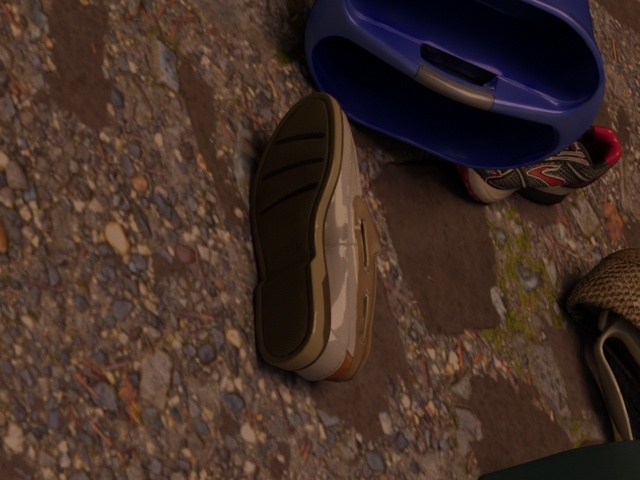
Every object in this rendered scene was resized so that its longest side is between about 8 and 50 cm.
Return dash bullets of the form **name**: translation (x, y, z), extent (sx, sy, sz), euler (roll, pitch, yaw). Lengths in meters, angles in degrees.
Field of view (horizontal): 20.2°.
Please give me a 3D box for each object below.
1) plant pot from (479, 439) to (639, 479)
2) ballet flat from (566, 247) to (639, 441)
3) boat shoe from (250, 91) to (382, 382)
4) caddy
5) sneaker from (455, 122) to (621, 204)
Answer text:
- **plant pot**: translation (0.324, 0.302, 1.916), extent (0.165, 0.234, 0.165), euler (15, 57, -47)
- **ballet flat**: translation (0.463, 0.237, 2.214), extent (0.182, 0.164, 0.482), euler (-31, 81, -25)
- **boat shoe**: translation (0.000, 0.000, 1.818), extent (0.103, 0.113, 0.302), euler (28, 58, -42)
- **caddy**: translation (0.150, -0.214, 1.999), extent (0.341, 0.241, 0.179), euler (22, 39, -12)
- **sneaker**: translation (0.257, -0.118, 2.219), extent (0.299, 0.112, 0.120), euler (-2, 69, -52)
